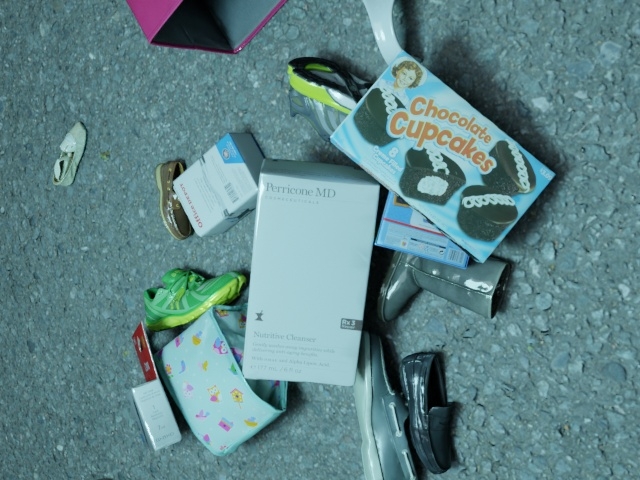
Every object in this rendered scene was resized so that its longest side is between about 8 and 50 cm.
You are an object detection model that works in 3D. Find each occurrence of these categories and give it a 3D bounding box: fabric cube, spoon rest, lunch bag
[{"bbox_3d":[-0.224,-0.542,1.501,0.254,0.259,0.258,-38,75,32],"label":"fabric cube"},{"bbox_3d":[0.118,-0.445,1.395,0.137,0.084,0.276,-9,92,34],"label":"spoon rest"},{"bbox_3d":[-0.193,0.293,1.654,0.223,0.160,0.262,-40,69,30],"label":"lunch bag"}]

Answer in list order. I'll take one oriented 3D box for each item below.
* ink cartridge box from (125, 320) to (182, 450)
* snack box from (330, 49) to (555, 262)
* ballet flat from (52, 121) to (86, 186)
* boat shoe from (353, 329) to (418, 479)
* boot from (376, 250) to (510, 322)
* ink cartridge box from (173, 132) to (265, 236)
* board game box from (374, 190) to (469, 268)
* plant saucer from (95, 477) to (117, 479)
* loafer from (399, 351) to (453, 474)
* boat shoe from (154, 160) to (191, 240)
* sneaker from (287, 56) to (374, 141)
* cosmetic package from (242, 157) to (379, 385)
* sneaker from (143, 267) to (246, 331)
[{"bbox_3d":[-0.392,0.327,1.748,0.261,0.066,0.296,69,160,7],"label":"ink cartridge box"},{"bbox_3d":[0.197,-0.136,1.298,0.322,0.060,0.187,39,90,2],"label":"snack box"},{"bbox_3d":[-0.610,-0.206,1.921,0.057,0.052,0.168,29,111,27],"label":"ballet flat"},{"bbox_3d":[0.124,0.327,1.506,0.099,0.116,0.319,-5,86,-9],"label":"boat shoe"},{"bbox_3d":[0.217,0.093,1.416,0.208,0.076,0.189,22,107,23],"label":"boot"},{"bbox_3d":[-0.198,-0.115,1.646,0.191,0.082,0.139,-35,77,33],"label":"ink cartridge box"},{"bbox_3d":[0.196,-0.074,1.348,0.160,0.039,0.211,15,91,1],"label":"board game box"},{"bbox_3d":[-0.527,0.759,1.999,0.311,0.050,0.310,5,100,32],"label":"plant saucer"},{"bbox_3d":[0.204,0.314,1.443,0.078,0.076,0.223,-17,83,41],"label":"loafer"},{"bbox_3d":[-0.315,-0.090,1.737,0.060,0.064,0.178,-15,85,36],"label":"boat shoe"},{"bbox_3d":[0.064,-0.227,1.461,0.300,0.111,0.121,34,139,20],"label":"sneaker"},{"bbox_3d":[-0.020,0.055,1.445,0.217,0.156,0.385,4,108,-1],"label":"cosmetic package"},{"bbox_3d":[-0.290,0.115,1.720,0.295,0.109,0.123,-21,89,34],"label":"sneaker"}]
